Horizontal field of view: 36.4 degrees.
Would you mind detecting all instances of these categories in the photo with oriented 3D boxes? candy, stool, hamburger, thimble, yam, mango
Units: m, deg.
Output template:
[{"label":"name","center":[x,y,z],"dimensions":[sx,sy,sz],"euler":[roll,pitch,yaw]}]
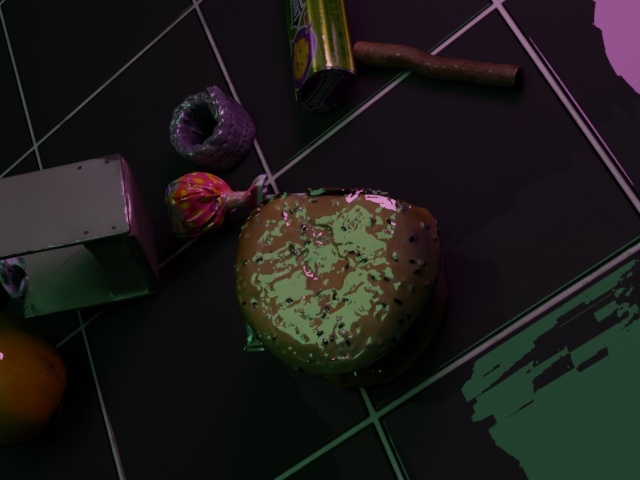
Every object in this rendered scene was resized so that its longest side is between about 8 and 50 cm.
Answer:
[{"label":"candy","center":[-0.112,-0.070,1.720],"dimensions":[0.365,0.124,0.124],"euler":[-1,71,26]},{"label":"stool","center":[-0.448,-0.001,1.762],"dimensions":[0.270,0.243,0.170],"euler":[-11,61,-3]},{"label":"hamburger","center":[0.031,0.079,1.473],"dimensions":[0.318,0.195,0.277],"euler":[-1,69,18]},{"label":"thimble","center":[-0.205,-0.206,1.824],"dimensions":[0.150,0.098,0.150],"euler":[-13,66,31]},{"label":"yam","center":[0.190,-0.293,1.617],"dimensions":[0.327,0.045,0.045],"euler":[17,61,38]},{"label":"mango","center":[-0.669,0.232,1.844],"dimensions":[0.446,0.300,0.232],"euler":[21,68,29]}]

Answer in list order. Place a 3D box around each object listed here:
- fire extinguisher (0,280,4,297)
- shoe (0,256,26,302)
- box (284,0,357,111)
[{"label":"fire extinguisher","center":[-0.711,0.065,2.073],"dimensions":[0.118,0.093,0.294],"euler":[14,80,14]},{"label":"shoe","center":[-0.612,0.041,1.954],"dimensions":[0.095,0.137,0.245],"euler":[-47,69,10]},{"label":"box","center":[-0.012,-0.412,1.750],"dimensions":[0.134,0.097,0.345],"euler":[128,140,-57]}]
